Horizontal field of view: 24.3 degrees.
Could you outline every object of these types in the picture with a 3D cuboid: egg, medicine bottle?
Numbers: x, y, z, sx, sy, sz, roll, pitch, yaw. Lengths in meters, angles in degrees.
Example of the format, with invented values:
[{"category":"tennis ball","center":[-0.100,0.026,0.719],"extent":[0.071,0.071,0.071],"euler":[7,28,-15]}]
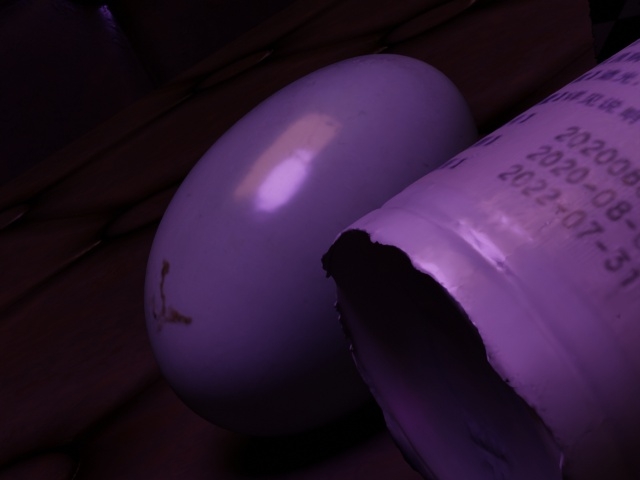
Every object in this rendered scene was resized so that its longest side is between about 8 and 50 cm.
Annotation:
[{"category":"egg","center":[0.000,0.000,0.928],"extent":[0.264,0.183,0.183],"euler":[-56,22,-9]},{"category":"medicine bottle","center":[0.187,-0.007,0.675],"extent":[0.332,0.190,0.190],"euler":[-32,16,-16]}]

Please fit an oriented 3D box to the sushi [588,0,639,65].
[{"category":"sushi","center":[0.313,-0.158,1.009],"extent":[0.264,0.050,0.290],"euler":[-25,-25,6]}]
